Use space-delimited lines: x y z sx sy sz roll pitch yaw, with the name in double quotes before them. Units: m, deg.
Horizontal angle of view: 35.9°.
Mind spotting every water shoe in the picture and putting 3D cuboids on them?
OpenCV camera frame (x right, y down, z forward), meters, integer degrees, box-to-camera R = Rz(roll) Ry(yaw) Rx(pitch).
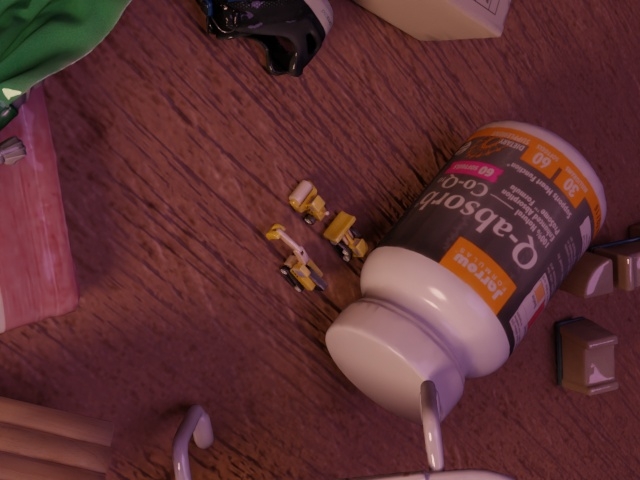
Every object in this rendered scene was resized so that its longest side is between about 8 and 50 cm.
"water shoe" -0.068 -0.202 0.787 0.203 0.073 0.080 31 78 -38

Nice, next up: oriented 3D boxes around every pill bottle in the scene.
"pill bottle" 0.138 0.028 0.938 0.278 0.162 0.162 -49 124 -25

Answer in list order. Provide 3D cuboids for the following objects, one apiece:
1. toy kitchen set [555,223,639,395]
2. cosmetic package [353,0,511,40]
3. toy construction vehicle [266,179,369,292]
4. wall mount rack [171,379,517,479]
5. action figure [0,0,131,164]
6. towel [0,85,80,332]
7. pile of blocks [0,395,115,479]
"toy kitchen set" 0.374 0.079 1.202 0.207 0.122 0.166 -10 104 -19
"cosmetic package" 0.041 -0.303 0.841 0.309 0.113 0.160 22 82 -41
"toy construction vehicle" 0.000 0.000 0.897 0.086 0.035 0.098 -51 125 -24
"wall mount rack" 0.011 0.278 0.820 0.350 0.130 0.304 -7 101 5
"action figure" -0.221 -0.076 0.609 0.232 0.137 0.063 -52 139 -11
"towel" -0.321 -0.024 0.619 0.329 0.037 0.237 -17 107 -37
"pile of blocks" -0.312 0.190 0.628 0.362 0.149 0.112 -3 141 -31
